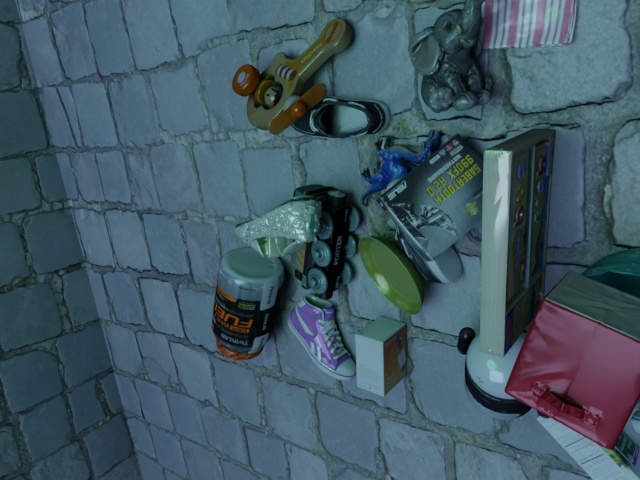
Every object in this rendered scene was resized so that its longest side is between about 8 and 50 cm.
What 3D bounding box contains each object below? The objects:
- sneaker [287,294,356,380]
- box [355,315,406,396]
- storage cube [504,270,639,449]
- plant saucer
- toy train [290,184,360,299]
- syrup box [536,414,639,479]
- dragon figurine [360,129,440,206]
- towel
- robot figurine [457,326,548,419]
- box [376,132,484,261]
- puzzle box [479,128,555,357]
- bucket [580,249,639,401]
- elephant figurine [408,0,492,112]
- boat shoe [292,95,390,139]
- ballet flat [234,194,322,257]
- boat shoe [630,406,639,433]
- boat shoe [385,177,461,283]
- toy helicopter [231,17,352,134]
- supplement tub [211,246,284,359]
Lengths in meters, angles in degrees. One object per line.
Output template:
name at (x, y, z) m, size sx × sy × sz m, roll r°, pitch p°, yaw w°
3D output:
sneaker at (0.022, 0.286, 1.630) m, size 0.282 × 0.102 × 0.161 m, roll 44°, pitch 126°, yaw 18°
box at (0.171, 0.319, 1.498) m, size 0.091 × 0.130 × 0.170 m, roll 12°, pitch 115°, yaw 37°
storage cube at (0.457, 0.191, 0.915) m, size 0.184 × 0.215 × 0.193 m, roll 26°, pitch 116°, yaw 31°
plant saucer at (0.188, 0.083, 1.393) m, size 0.241 × 0.037 × 0.241 m, roll 48°, pitch 160°, yaw 24°
toy train at (0.000, 0.000, 1.518) m, size 0.190 × 0.142 × 0.333 m, roll 33°, pitch 128°, yaw 40°
syrup box at (0.616, 0.451, 1.210) m, size 0.237 × 0.093 × 0.096 m, roll 47°, pitch 130°, yaw 15°
dragon figurine at (0.185, -0.159, 1.325) m, size 0.144 × 0.085 × 0.289 m, roll 40°, pitch 127°, yaw 21°
towel at (0.401, -0.456, 1.067) m, size 0.197 × 0.029 × 0.144 m, roll 11°, pitch 113°, yaw 36°
robot figurine at (0.417, 0.301, 1.223) m, size 0.209 × 0.173 × 0.278 m, roll 1°, pitch 147°, yaw 15°
box at (0.269, -0.093, 1.190) m, size 0.183 × 0.231 × 0.056 m, roll 51°, pitch 175°, yaw 2°
puzzle box at (0.398, -0.005, 1.087) m, size 0.052 × 0.272 × 0.408 m, roll 10°, pitch 114°, yaw 37°
bucket at (0.603, 0.158, 1.044) m, size 0.281 × 0.183 × 0.280 m, roll 16°, pitch 117°, yaw 35°
elephant figurine at (0.273, -0.396, 1.114) m, size 0.186 × 0.169 × 0.239 m, roll -4°, pitch 111°, yaw 26°
boat shoe at (0.027, -0.317, 1.387) m, size 0.303 × 0.091 × 0.114 m, roll 2°, pitch 108°, yaw 39°
ballet flat at (-0.124, -0.018, 1.451) m, size 0.409 × 0.147 × 0.146 m, roll -16°, pitch 97°, yaw 61°
boat shoe at (0.765, 0.321, 1.046) m, size 0.303 × 0.109 × 0.094 m, roll -20°, pitch 79°, yaw 33°
boat shoe at (0.229, -0.015, 1.306) m, size 0.102 × 0.108 × 0.301 m, roll -10°, pitch 125°, yaw 50°
toy helicopter at (-0.058, -0.413, 1.368) m, size 0.355 × 0.140 × 0.234 m, roll -37°, pitch 52°, yaw 26°
supplement tub at (-0.239, 0.208, 1.739) m, size 0.207 × 0.207 × 0.337 m, roll 30°, pitch 124°, yaw 27°
